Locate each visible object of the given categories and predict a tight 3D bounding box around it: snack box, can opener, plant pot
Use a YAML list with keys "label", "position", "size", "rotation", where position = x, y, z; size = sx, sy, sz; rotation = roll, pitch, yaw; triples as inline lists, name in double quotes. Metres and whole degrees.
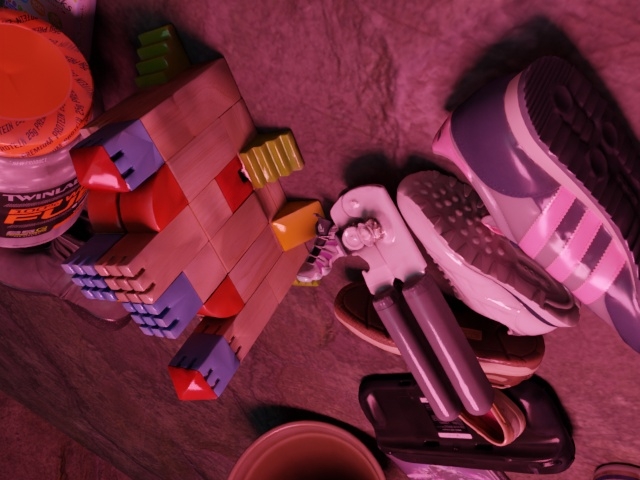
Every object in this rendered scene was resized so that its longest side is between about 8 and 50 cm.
- label: "snack box"
  position: [-0.308, -0.279, 0.573]
  size: [0.100, 0.037, 0.141]
  rotation: [37, 140, -5]
- label: "can opener"
  position: [0.103, 0.060, 0.550]
  size: [0.074, 0.093, 0.280]
  rotation: [-27, 91, 35]
- label: "plant pot"
  position: [-0.006, 0.558, 1.010]
  size: [0.323, 0.323, 0.280]
  rotation: [14, 151, 21]

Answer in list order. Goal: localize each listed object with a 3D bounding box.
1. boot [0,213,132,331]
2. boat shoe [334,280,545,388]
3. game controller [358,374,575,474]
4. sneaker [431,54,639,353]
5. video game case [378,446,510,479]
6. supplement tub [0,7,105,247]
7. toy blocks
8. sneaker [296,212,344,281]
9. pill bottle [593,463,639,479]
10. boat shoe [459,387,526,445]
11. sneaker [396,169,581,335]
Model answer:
- label: "boot"
  position: [-0.480, 0.019, 0.923]
  size: [0.338, 0.118, 0.222]
  rotation: [23, 136, -5]
- label: "boat shoe"
  position: [0.139, 0.130, 0.644]
  size: [0.257, 0.095, 0.095]
  rotation: [16, 142, 18]
- label: "game controller"
  position: [0.203, 0.274, 0.767]
  size: [0.319, 0.067, 0.166]
  rotation: [-15, 101, 39]
- label: "sneaker"
  position: [0.229, -0.012, 0.462]
  size: [0.319, 0.112, 0.131]
  rotation: [51, 152, -15]
- label: "video game case"
  position: [0.259, 0.448, 0.920]
  size: [0.196, 0.026, 0.274]
  rotation: [-23, 113, 43]
- label: "supplement tub"
  position: [-0.376, -0.118, 0.617]
  size: [0.193, 0.193, 0.316]
  rotation: [43, 149, -11]
- label: "toy blocks"
  position: [-0.152, -0.008, 0.565]
  size: [0.191, 0.261, 0.381]
  rotation: [1, 129, 31]
- label: "sneaker"
  position: [0.000, 0.000, 0.606]
  size: [0.038, 0.098, 0.069]
  rotation: [11, 131, 43]
- label: "pill bottle"
  position: [0.411, 0.399, 0.669]
  size: [0.094, 0.169, 0.094]
  rotation: [17, 136, 18]
- label: "boat shoe"
  position: [0.188, 0.199, 0.668]
  size: [0.170, 0.059, 0.063]
  rotation: [37, 119, 27]
- label: "sneaker"
  position: [0.162, 0.024, 0.539]
  size: [0.235, 0.090, 0.095]
  rotation: [41, 148, -6]
